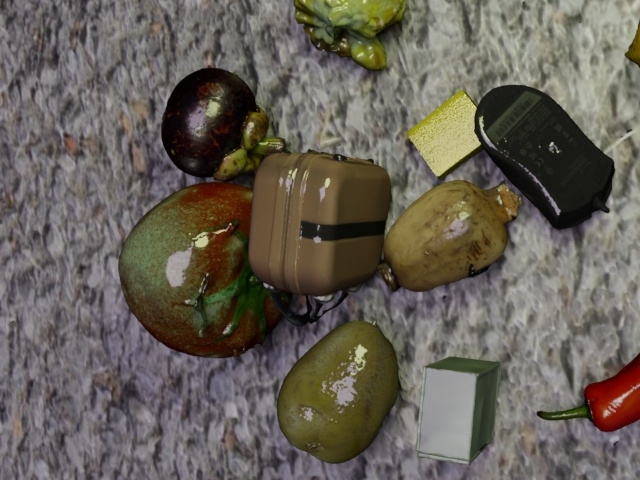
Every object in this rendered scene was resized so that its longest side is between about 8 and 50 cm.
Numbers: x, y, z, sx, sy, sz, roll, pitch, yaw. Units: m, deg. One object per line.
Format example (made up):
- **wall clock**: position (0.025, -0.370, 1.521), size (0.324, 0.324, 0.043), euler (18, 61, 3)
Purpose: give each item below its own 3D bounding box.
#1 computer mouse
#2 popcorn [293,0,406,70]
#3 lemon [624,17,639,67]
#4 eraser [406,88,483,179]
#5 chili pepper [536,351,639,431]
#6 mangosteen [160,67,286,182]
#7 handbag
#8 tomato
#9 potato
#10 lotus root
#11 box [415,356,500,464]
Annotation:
- **computer mouse**: position (0.352, -0.130, 1.398), size (0.147, 0.088, 0.264), euler (-41, 82, -12)
- **popcorn**: position (0.051, -0.383, 1.474), size (0.197, 0.198, 0.213), euler (1, 121, 19)
- **lemon**: position (0.582, -0.312, 1.259), size (0.253, 0.228, 0.228), euler (-43, 75, 4)
- **eraser**: position (0.219, -0.175, 1.468), size (0.122, 0.045, 0.097), euler (-38, 77, 14)
- **chili pepper**: position (0.500, 0.172, 1.346), size (0.368, 0.092, 0.137), euler (-50, 55, 3)
- **mangosteen**: position (-0.165, -0.193, 1.531), size (0.217, 0.192, 0.192), euler (19, 93, 4)
- **handbag**: position (0.000, 0.000, 1.404), size (0.149, 0.302, 0.283), euler (12, 96, 18)
- **tomato**: position (-0.195, 0.050, 1.489), size (0.239, 0.303, 0.304), euler (11, 91, 35)
- **potato**: position (0.036, 0.240, 1.452), size (0.174, 0.159, 0.251), euler (30, 88, -6)
- **lotus root**: position (0.204, -0.004, 1.416), size (0.257, 0.140, 0.154), euler (-38, 70, 19)
- **box**: position (0.213, 0.253, 1.352), size (0.086, 0.225, 0.130), euler (5, 88, 19)
